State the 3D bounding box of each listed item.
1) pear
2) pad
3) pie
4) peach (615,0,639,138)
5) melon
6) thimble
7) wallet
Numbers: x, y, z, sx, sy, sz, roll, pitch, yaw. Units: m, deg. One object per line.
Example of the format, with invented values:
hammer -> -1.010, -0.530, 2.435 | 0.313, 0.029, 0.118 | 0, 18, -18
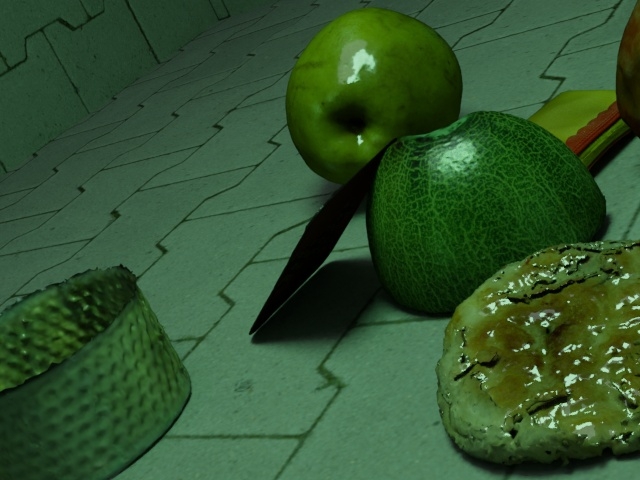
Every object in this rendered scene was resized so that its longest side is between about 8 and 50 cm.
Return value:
pear -> 0.078, -0.203, 1.458 | 0.252, 0.253, 0.307 | -18, 11, 21
pad -> 0.000, 0.000, 1.170 | 0.181, 0.004, 0.267 | -45, -10, -38
pie -> 0.215, 0.089, 0.872 | 0.274, 0.055, 0.274 | -22, 27, 12
peach -> 0.418, -0.200, 1.065 | 0.214, 0.236, 0.214 | -14, 26, 7
melon -> 0.150, -0.030, 1.061 | 0.265, 0.169, 0.129 | -20, 22, 19
thimble -> -0.296, 0.162, 1.157 | 0.270, 0.150, 0.271 | -23, 21, 9
wallet -> 0.289, -0.118, 1.247 | 0.141, 0.067, 0.241 | 3, 36, 49
